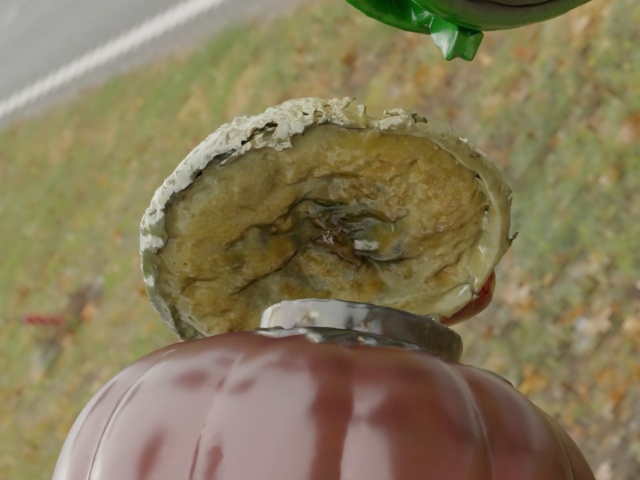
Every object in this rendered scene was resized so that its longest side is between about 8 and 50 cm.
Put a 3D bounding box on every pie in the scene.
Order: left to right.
[{"bbox_3d":[0.000,0.000,1.338,0.274,0.274,0.055,-46,40,39],"label":"pie"}]

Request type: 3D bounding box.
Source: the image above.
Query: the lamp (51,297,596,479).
[{"bbox_3d":[0.002,0.166,1.054,0.303,0.303,0.257,147,136,-61],"label":"lamp"}]

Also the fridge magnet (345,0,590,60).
[{"bbox_3d":[0.088,-0.176,0.884,0.208,0.208,0.088,-51,44,22],"label":"fridge magnet"}]

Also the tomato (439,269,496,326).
[{"bbox_3d":[0.091,0.028,1.540,0.075,0.087,0.087,-27,29,48],"label":"tomato"}]
